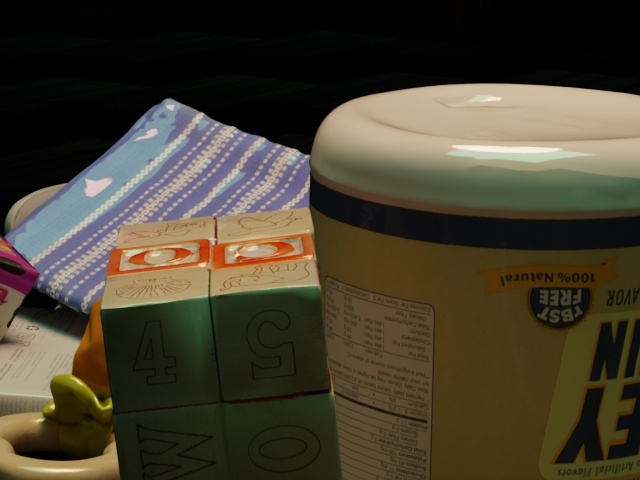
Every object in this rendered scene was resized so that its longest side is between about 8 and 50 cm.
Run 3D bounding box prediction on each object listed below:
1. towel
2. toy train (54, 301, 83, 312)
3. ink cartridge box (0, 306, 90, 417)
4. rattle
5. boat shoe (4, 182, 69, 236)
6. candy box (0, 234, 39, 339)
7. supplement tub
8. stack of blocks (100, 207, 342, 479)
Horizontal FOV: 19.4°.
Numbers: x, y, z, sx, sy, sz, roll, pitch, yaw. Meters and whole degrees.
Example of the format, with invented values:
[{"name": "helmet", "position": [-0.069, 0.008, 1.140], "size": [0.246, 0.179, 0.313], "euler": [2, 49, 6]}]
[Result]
[{"name": "towel", "position": [-0.082, -0.006, 1.542], "size": [0.336, 0.040, 0.243], "euler": [20, 49, 35]}, {"name": "toy train", "position": [-0.152, 0.013, 1.675], "size": [0.248, 0.143, 0.105], "euler": [4, 14, 12]}, {"name": "ink cartridge box", "position": [-0.157, 0.109, 1.487], "size": [0.224, 0.045, 0.223], "euler": [3, 15, 4]}, {"name": "rattle", "position": [-0.210, 0.115, 1.282], "size": [0.199, 0.143, 0.130], "euler": [0, 31, -31]}, {"name": "boat shoe", "position": [-0.174, -0.009, 1.838], "size": [0.306, 0.113, 0.105], "euler": [-4, 8, -32]}, {"name": "candy box", "position": [-0.352, -0.020, 1.506], "size": [0.159, 0.071, 0.233], "euler": [24, 11, -46]}, {"name": "supplement tub", "position": [0.105, 0.084, 1.033], "size": [0.228, 0.316, 0.228], "euler": [1, 14, 0]}, {"name": "stack of blocks", "position": [-0.031, 0.141, 0.819], "size": [0.087, 0.297, 0.171], "euler": [-6, 15, -2]}]
